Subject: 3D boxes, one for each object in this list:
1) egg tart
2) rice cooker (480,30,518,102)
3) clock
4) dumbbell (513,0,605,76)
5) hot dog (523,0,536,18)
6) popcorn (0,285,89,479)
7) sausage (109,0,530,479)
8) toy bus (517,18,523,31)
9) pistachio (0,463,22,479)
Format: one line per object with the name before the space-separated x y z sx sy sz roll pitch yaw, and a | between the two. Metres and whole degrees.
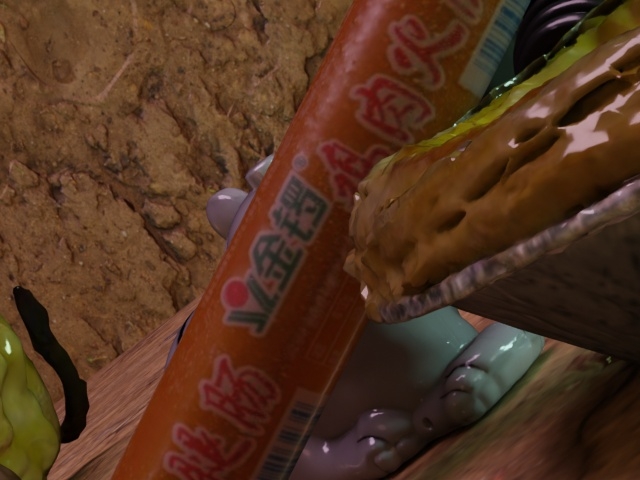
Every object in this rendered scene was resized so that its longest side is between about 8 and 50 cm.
egg tart | 0.114 -0.034 0.490 0.234 0.094 0.234 -35 2 1
rice cooker | 0.079 -0.060 1.077 0.142 0.118 0.203 -36 7 32
clock | -0.009 0.033 0.689 0.080 0.117 0.176 -39 3 -39
dumbbell | 0.168 -0.112 1.007 0.099 0.099 0.208 -36 5 37
hot dog | 0.289 -0.227 1.258 0.326 0.107 0.194 -40 7 6
popcorn | -0.350 0.157 1.539 0.381 0.349 0.349 -3 -25 -46
sausage | 0.000 0.000 0.589 0.348 0.053 0.053 -63 1 4
toy bus | 0.089 -0.074 1.373 0.297 0.106 0.131 -38 4 36
pistachio | -0.225 0.190 0.975 0.129 0.131 0.206 18 -45 -36
